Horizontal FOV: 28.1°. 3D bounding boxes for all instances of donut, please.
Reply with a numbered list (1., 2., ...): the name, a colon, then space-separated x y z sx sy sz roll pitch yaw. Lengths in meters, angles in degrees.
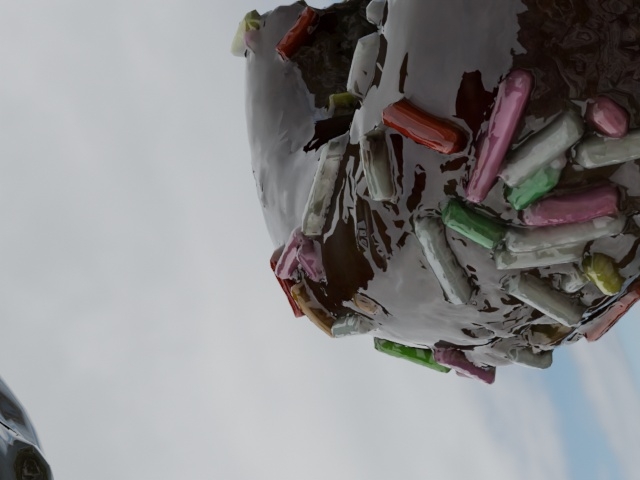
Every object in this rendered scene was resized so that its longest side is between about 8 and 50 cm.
1. donut: 0.055 -0.080 0.532 0.345 0.136 0.259 113 156 -51

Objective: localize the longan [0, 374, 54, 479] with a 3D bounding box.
1. longan: -0.319 0.186 0.776 0.361 0.361 0.361 59 -164 -28
